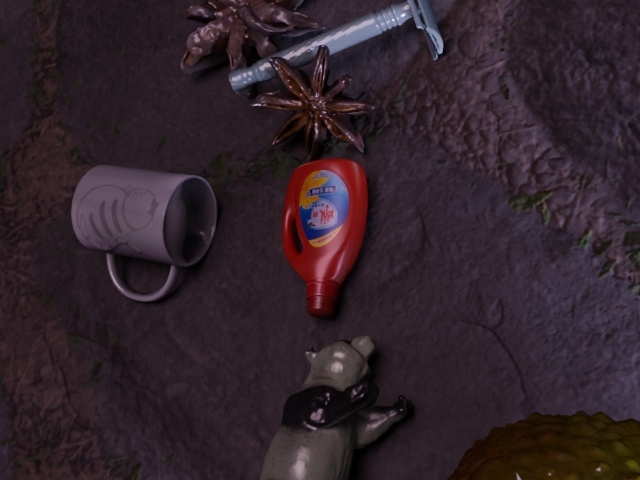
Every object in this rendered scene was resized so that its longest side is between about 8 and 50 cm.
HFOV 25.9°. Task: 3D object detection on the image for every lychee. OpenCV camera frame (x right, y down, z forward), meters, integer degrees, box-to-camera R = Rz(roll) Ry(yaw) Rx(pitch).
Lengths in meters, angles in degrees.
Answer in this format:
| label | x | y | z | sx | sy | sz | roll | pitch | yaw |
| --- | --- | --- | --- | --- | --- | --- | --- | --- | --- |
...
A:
| label | x | y | z | sx | sy | sz | roll | pitch | yaw |
| --- | --- | --- | --- | --- | --- | --- | --- | --- | --- |
| lychee | 0.192 | 0.264 | 1.083 | 0.320 | 0.270 | 0.270 | -40 | 55 | 20 |

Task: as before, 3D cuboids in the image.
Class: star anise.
| label | x | y | z | sx | sy | sz | roll | pitch | yaw |
| --- | --- | --- | --- | --- | --- | --- | --- | --- | --- |
| star anise | -0.007 | -0.144 | 1.477 | 0.141 | 0.141 | 0.042 | -10 | 20 | 24 |
| star anise | -0.089 | -0.258 | 1.585 | 0.195 | 0.065 | 0.182 | -43 | 55 | 7 |

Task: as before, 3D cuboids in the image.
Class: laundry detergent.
| label | x | y | z | sx | sy | sz | roll | pitch | yaw |
| --- | --- | --- | --- | --- | --- | --- | --- | --- | --- |
| laundry detergent | 0.000 | 0.000 | 1.430 | 0.097 | 0.049 | 0.165 | -8 | 65 | 32 |

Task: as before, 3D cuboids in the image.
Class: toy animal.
| label | x | y | z | sx | sy | sz | roll | pitch | yaw |
| --- | --- | --- | --- | --- | --- | --- | --- | --- | --- |
| toy animal | 0.009 | 0.192 | 1.317 | 0.121 | 0.094 | 0.225 | 1 | 69 | 37 |

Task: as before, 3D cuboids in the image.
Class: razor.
| label | x | y | z | sx | sy | sz | roll | pitch | yaw |
| --- | --- | --- | --- | --- | --- | --- | --- | --- | --- |
| razor | 0.009 | -0.212 | 1.498 | 0.232 | 0.068 | 0.106 | -22 | 59 | 10 |

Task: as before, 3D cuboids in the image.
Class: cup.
| label | x | y | z | sx | sy | sz | roll | pitch | yaw |
| --- | --- | --- | --- | --- | --- | --- | --- | --- | --- |
| cup | -0.196 | -0.012 | 1.506 | 0.133 | 0.099 | 0.136 | 9 | 72 | 30 |
